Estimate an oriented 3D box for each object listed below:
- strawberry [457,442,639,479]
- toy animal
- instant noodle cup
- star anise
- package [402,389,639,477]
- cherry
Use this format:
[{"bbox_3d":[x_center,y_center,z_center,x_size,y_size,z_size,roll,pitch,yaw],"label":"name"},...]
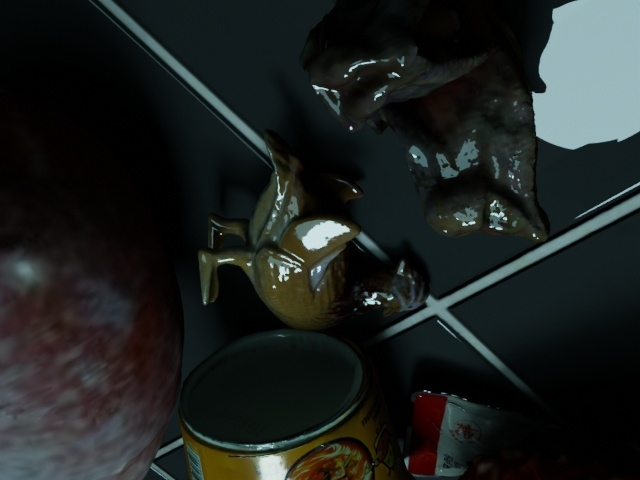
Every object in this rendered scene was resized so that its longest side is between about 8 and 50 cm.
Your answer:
[{"bbox_3d":[0.207,0.282,0.586,0.265,0.149,0.336,38,156,5],"label":"strawberry"},{"bbox_3d":[0.000,0.000,0.590,0.179,0.089,0.188,3,132,0],"label":"toy animal"},{"bbox_3d":[-0.023,0.188,0.679,0.216,0.215,0.172,1,118,23],"label":"instant noodle cup"},{"bbox_3d":[0.047,-0.096,0.393,0.099,0.214,0.219,-17,101,29],"label":"star anise"},{"bbox_3d":[0.195,0.199,0.706,0.239,0.030,0.154,13,135,12],"label":"package"},{"bbox_3d":[-0.270,0.053,0.599,0.327,0.291,0.334,1,132,17],"label":"cherry"}]
